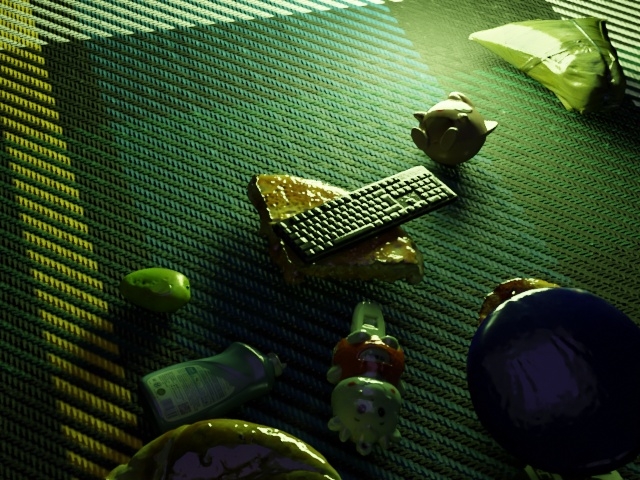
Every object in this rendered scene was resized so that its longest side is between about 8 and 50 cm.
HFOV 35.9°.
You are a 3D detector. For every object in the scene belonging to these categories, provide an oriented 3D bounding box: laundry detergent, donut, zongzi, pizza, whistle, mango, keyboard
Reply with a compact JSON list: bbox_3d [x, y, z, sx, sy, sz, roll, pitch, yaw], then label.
[{"bbox_3d":[-0.143,0.198,1.364,0.206,0.061,0.097,-18,49,-23],"label":"laundry detergent"},{"bbox_3d":[-0.103,0.374,1.132,0.360,0.170,0.360,1,51,-1],"label":"donut"},{"bbox_3d":[0.435,-0.337,1.902,0.274,0.125,0.251,2,39,-2],"label":"zongzi"},{"bbox_3d":[0.000,0.000,1.550,0.335,0.086,0.226,28,46,18],"label":"pizza"},{"bbox_3d":[0.066,0.188,1.377,0.101,0.105,0.253,38,37,-28],"label":"whistle"},{"bbox_3d":[0.309,0.145,1.461,0.166,0.073,0.184,4,47,-4],"label":"donut"},{"bbox_3d":[-0.247,0.073,1.473,0.108,0.056,0.073,8,41,4],"label":"mango"},{"bbox_3d":[0.072,-0.046,1.539,0.309,0.018,0.101,-22,51,-31],"label":"keyboard"}]

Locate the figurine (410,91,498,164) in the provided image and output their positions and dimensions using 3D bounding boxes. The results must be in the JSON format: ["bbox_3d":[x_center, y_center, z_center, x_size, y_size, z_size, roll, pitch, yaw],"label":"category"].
[{"bbox_3d":[0.232,-0.196,1.743,0.125,0.125,0.138,34,39,23],"label":"figurine"}]

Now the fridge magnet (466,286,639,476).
[{"bbox_3d":[0.325,0.186,1.317,0.265,0.113,0.265,1,61,-2],"label":"fridge magnet"}]

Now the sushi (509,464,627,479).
[{"bbox_3d":[0.353,0.357,1.227,0.264,0.050,0.290,39,37,27],"label":"sushi"}]
